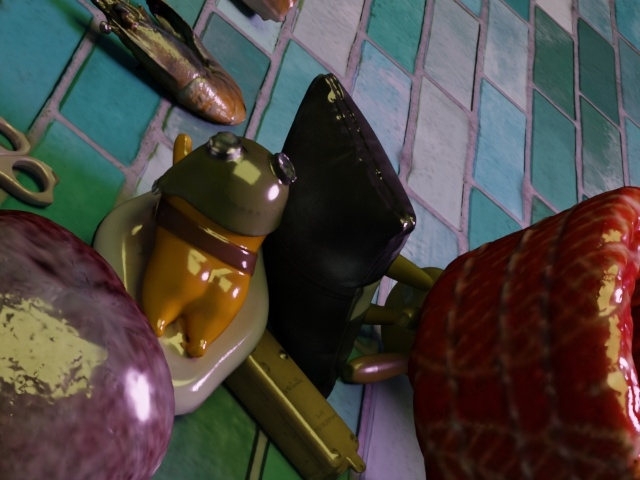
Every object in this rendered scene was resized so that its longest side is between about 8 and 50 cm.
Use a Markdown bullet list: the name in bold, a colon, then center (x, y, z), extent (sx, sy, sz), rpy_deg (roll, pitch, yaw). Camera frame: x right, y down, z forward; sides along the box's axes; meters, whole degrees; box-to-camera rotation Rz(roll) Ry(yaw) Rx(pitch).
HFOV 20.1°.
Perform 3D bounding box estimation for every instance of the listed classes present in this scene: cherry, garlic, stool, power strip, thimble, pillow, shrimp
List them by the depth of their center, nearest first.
- **cherry**: center (-0.223, 0.092, 1.153), extent (0.300, 0.203, 0.230), rpy_deg (-4, 62, -49)
- **power strip**: center (-0.071, 0.092, 1.572), extent (0.305, 0.044, 0.064), rpy_deg (50, 26, 5)
- **pillow**: center (0.000, 0.000, 1.606), extent (0.106, 0.250, 0.186), rpy_deg (-6, 51, -28)
- **thimble**: center (0.249, 0.144, 1.648), extent (0.350, 0.230, 0.350), rpy_deg (28, 53, -44)
- **stool**: center (0.071, 0.074, 1.736), extent (0.135, 0.134, 0.110), rpy_deg (8, -1, 44)
- **shrimp**: center (-0.157, -0.202, 1.865), extent (0.217, 0.051, 0.150), rpy_deg (41, 22, -30)
- **garlic**: center (-0.075, -0.340, 2.149), extent (0.101, 0.087, 0.196), rpy_deg (49, 19, -27)

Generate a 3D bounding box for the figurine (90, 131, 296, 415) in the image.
- **figurine**: center (-0.086, 0.012, 1.477), extent (0.166, 0.141, 0.250), rpy_deg (26, 47, -22)

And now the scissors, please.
- **scissors**: center (-0.295, -0.068, 1.495), extent (0.189, 0.015, 0.100), rpy_deg (-3, 53, -55)
